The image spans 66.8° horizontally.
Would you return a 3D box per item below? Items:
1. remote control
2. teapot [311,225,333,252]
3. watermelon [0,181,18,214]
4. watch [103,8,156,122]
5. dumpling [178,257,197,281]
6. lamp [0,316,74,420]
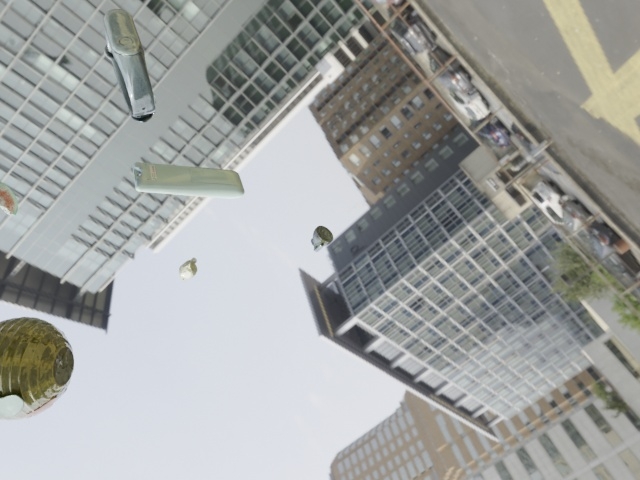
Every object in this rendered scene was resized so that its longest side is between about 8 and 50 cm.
[{"bbox_3d":[-0.353,-0.169,1.324,0.293,0.051,0.103,0,-132,-29],"label":"remote control"},{"bbox_3d":[0.000,0.000,1.525,0.066,0.057,0.088,29,-141,-16],"label":"teapot"},{"bbox_3d":[-0.764,-0.093,1.158,0.085,0.085,0.061,50,-144,5],"label":"watermelon"},{"bbox_3d":[-0.412,-0.374,1.041,0.206,0.068,0.193,61,156,25],"label":"watch"},{"bbox_3d":[-0.388,0.081,1.422,0.057,0.052,0.076,-98,1,-53],"label":"dumpling"},{"bbox_3d":[-0.762,0.311,1.185,0.250,0.284,0.250,180,90,-90],"label":"lamp"}]
